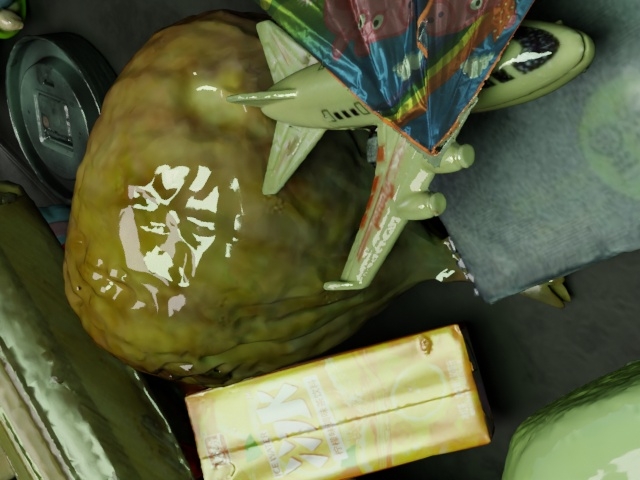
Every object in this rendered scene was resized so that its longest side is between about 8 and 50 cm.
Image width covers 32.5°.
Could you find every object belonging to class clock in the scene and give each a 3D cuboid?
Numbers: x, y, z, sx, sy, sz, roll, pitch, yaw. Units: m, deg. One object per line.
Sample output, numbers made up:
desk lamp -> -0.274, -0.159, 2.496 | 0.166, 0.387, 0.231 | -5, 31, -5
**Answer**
clock -> -0.264, -0.129, 1.151 | 0.184, 0.040, 0.184 | 24, 126, 37

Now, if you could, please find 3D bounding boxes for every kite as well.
kite -> 0.056, -0.146, 0.544 | 0.321, 0.016, 0.234 | -18, 62, 41

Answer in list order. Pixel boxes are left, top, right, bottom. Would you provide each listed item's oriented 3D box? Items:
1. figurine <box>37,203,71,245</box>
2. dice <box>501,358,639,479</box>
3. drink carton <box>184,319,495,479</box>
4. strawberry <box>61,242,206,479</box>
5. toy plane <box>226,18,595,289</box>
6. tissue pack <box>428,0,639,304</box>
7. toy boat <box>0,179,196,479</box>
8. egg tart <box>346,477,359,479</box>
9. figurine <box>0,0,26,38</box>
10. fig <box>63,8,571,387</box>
figurine -> -0.328, 0.069, 1.234 | 0.260, 0.205, 0.103 | 106, 149, -41
dice -> 0.256, 0.155, 0.542 | 0.254, 0.250, 0.252 | -28, 79, 36
drink carton -> 0.016, 0.135, 0.853 | 0.223, 0.071, 0.096 | -16, 84, 9
strawberry -> -0.186, 0.126, 1.073 | 0.238, 0.250, 0.288 | 29, 170, -2
toy plane -> 0.047, -0.087, 0.606 | 0.244, 0.092, 0.229 | -2, 89, 42
tissue pack -> 0.129, -0.187, 0.639 | 0.288, 0.124, 0.394 | -27, 89, 49
toy boat -> -0.220, 0.146, 0.861 | 0.162, 0.136, 0.445 | -34, 84, 30
egg tart -> 0.055, 0.357, 0.964 | 0.388, 0.169, 0.388 | 19, 120, 36
figurine -> -0.398, -0.235, 1.174 | 0.263, 0.143, 0.162 | -35, 85, 38
fig -> 0.000, 0.000, 0.810 | 0.368, 0.286, 0.286 | 22, 128, 10
